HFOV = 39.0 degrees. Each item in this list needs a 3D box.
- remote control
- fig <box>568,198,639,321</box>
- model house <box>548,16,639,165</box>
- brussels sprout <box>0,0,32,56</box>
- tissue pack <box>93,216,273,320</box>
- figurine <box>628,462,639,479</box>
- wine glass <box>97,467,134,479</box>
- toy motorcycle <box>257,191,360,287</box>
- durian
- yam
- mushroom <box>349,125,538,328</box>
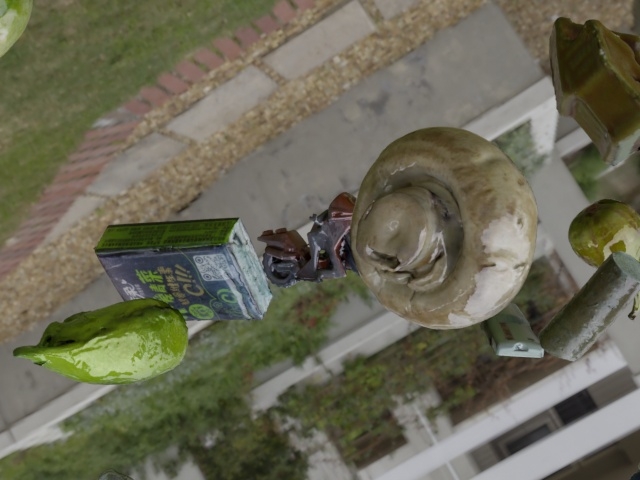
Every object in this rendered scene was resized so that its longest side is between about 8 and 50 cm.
[{"bbox_3d":[0.245,0.114,1.190,0.065,0.029,0.166,4,-168,0],"label":"remote control"},{"bbox_3d":[0.372,0.016,1.143,0.093,0.093,0.166,-31,129,7],"label":"fig"},{"bbox_3d":[0.444,-0.256,1.379,0.173,0.239,0.268,-37,166,1],"label":"model house"},{"bbox_3d":[-0.409,-0.302,1.092,0.122,0.151,0.149,-35,161,13],"label":"brussels sprout"},{"bbox_3d":[-0.208,0.049,1.393,0.235,0.173,0.073,-3,-138,23],"label":"tissue pack"},{"bbox_3d":[0.623,0.552,1.684,0.164,0.262,0.121,-23,164,15],"label":"figurine"},{"bbox_3d":[-0.386,0.453,1.384,0.156,0.156,0.232,-38,170,38],"label":"wine glass"},{"bbox_3d":[0.000,0.000,1.228,0.212,0.118,0.084,-9,-170,37],"label":"toy motorcycle"},{"bbox_3d":[-0.248,0.128,1.116,0.139,0.101,0.250,-13,178,24],"label":"durian"},{"bbox_3d":[0.295,0.074,0.978,0.132,0.054,0.054,-55,160,24],"label":"yam"},{"bbox_3d":[0.096,-0.009,0.736,0.166,0.166,0.127,-36,165,34],"label":"mushroom"}]
